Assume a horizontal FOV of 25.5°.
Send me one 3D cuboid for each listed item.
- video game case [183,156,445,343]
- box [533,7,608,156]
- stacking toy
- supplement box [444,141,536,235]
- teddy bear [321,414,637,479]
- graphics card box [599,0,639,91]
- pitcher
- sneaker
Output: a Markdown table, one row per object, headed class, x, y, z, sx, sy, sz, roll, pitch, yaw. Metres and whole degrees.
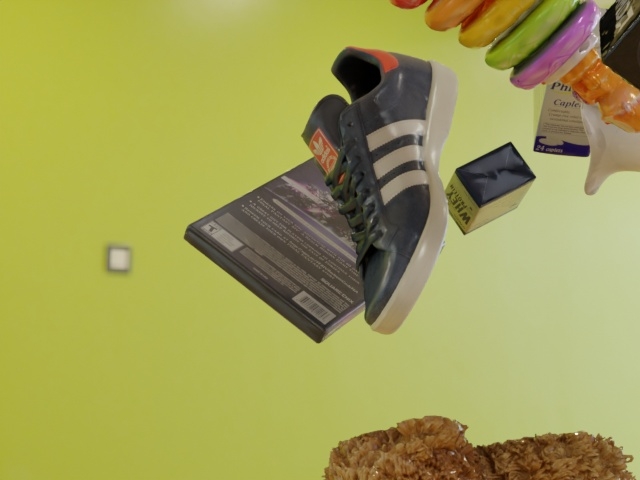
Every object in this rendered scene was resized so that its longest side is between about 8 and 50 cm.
| class | x | y | z | sx | sy | sz | roll | pitch | yaw |
| --- | --- | --- | --- | --- | --- | --- | --- | --- | --- |
| video game case | 0.000 | 0.000 | 1.616 | 0.196 | 0.026 | 0.274 | 37 | 36 | 16 |
| box | 0.299 | -0.192 | 1.691 | 0.072 | 0.126 | 0.137 | 7 | -46 | 2 |
| stacking toy | 0.194 | -0.205 | 1.297 | 0.302 | 0.166 | 0.175 | 44 | 9 | -6 |
| supplement box | 0.198 | -0.061 | 1.682 | 0.083 | 0.056 | 0.083 | -26 | -18 | -20 |
| teddy bear | 0.139 | 0.228 | 1.100 | 0.245 | 0.113 | 0.338 | -16 | -27 | 19 |
| graphics card box | 0.361 | -0.187 | 0.799 | 0.233 | 0.371 | 0.094 | 35 | 28 | -8 |
| pitcher | 0.363 | -0.137 | 1.447 | 0.207 | 0.177 | 0.125 | -6 | 34 | 22 |
| sneaker | 0.047 | -0.062 | 1.460 | 0.148 | 0.350 | 0.131 | 19 | -42 | -13 |
